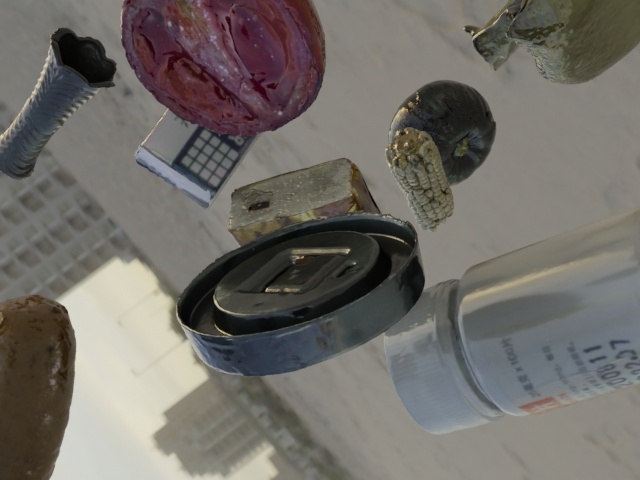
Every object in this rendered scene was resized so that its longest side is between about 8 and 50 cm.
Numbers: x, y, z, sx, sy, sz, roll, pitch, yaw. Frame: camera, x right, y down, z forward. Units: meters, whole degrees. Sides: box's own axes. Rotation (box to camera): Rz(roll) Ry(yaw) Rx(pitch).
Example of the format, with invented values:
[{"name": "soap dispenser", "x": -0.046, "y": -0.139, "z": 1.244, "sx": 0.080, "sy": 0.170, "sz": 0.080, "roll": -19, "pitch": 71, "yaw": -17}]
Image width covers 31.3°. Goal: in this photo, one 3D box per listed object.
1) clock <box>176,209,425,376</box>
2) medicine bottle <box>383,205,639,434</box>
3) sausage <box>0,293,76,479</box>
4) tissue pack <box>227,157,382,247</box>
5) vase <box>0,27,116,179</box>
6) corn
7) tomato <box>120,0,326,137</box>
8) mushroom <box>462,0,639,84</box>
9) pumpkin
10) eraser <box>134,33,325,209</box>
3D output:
[{"name": "clock", "x": -0.019, "y": 0.053, "z": 1.249, "sx": 0.280, "sy": 0.280, "sz": 0.055, "roll": -138, "pitch": 28, "yaw": -65}, {"name": "medicine bottle", "x": 0.282, "y": 0.110, "z": 1.447, "sx": 0.211, "sy": 0.371, "sz": 0.211, "roll": 35, "pitch": -136, "yaw": -42}, {"name": "sausage", "x": -0.377, "y": 0.298, "z": 1.247, "sx": 0.136, "sy": 0.501, "sz": 0.123, "roll": 28, "pitch": 162, "yaw": -35}, {"name": "tissue pack", "x": 0.000, "y": 0.000, "z": 1.557, "sx": 0.226, "sy": 0.183, "sz": 0.092, "roll": 59, "pitch": -157, "yaw": -46}, {"name": "vase", "x": -0.405, "y": -0.193, "z": 1.688, "sx": 0.115, "sy": 0.237, "sz": 0.115, "roll": 30, "pitch": -145, "yaw": -24}, {"name": "corn", "x": 0.170, "y": -0.091, "z": 1.849, "sx": 0.087, "sy": 0.087, "sz": 0.211, "roll": 48, "pitch": 171, "yaw": 46}, {"name": "tomato", "x": -0.072, "y": -0.187, "z": 1.017, "sx": 0.189, "sy": 0.099, "sz": 0.173, "roll": -10, "pitch": 123, "yaw": 36}, {"name": "mushroom", "x": 0.348, "y": -0.312, "z": 1.512, "sx": 0.212, "sy": 0.292, "sz": 0.217, "roll": 51, "pitch": -171, "yaw": -11}, {"name": "pumpkin", "x": 0.249, "y": -0.220, "z": 2.351, "sx": 0.163, "sy": 0.233, "sz": 0.233, "roll": 42, "pitch": 168, "yaw": 44}, {"name": "eraser", "x": -0.122, "y": -0.196, "z": 1.561, "sx": 0.130, "sy": 0.287, "sz": 0.086, "roll": 36, "pitch": 165, "yaw": -5}]
